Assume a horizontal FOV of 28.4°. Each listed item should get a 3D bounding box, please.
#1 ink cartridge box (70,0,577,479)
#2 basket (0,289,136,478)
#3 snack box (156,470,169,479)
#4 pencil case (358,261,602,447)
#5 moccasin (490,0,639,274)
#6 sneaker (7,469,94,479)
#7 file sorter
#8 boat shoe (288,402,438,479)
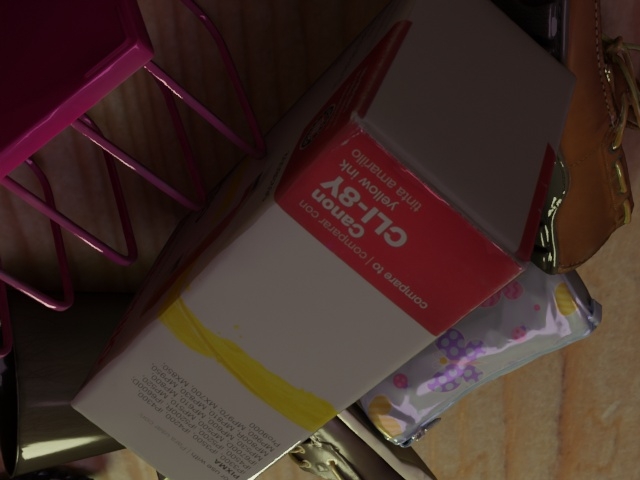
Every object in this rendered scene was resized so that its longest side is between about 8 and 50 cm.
[{"bbox_3d":[0.000,0.000,1.007,0.160,0.279,0.384,39,127,-11],"label":"ink cartridge box"},{"bbox_3d":[-0.191,0.127,1.222,0.227,0.154,0.204,-4,135,-22],"label":"basket"},{"bbox_3d":[-0.104,0.236,1.432,0.141,0.037,0.100,-41,134,15],"label":"snack box"},{"bbox_3d":[0.160,0.107,1.348,0.273,0.124,0.113,-34,135,12],"label":"pencil case"},{"bbox_3d":[0.234,-0.124,1.146,0.147,0.139,0.380,-30,133,-11],"label":"moccasin"},{"bbox_3d":[-0.358,0.324,1.399,0.271,0.100,0.108,-10,159,-15],"label":"sneaker"},{"bbox_3d":[-0.212,-0.078,0.979,0.290,0.202,0.182,-36,137,14],"label":"file sorter"},{"bbox_3d":[0.014,0.219,1.388,0.097,0.116,0.324,-42,130,4],"label":"boat shoe"}]
